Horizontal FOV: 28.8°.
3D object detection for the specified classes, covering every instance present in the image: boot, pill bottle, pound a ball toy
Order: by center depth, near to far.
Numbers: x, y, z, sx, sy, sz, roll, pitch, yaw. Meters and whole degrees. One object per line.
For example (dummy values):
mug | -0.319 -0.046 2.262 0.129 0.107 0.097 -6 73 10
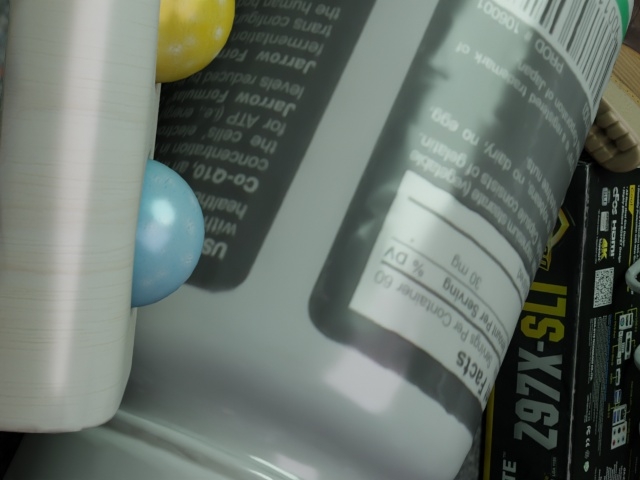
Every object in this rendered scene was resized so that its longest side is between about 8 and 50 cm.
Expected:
pound a ball toy | -0.096 -0.113 0.454 0.136 0.208 0.319 7 96 -5
pill bottle | 0.000 0.000 0.599 0.204 0.204 0.361 43 65 -45
boot | 0.174 -0.186 0.883 0.248 0.090 0.207 52 39 -23

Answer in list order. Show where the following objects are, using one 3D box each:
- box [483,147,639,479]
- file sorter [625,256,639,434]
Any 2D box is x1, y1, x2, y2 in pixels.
box | 0.231 0.088 0.988 0.257 0.079 0.322 -8 103 -51
file sorter | 0.347 0.127 0.939 0.193 0.173 0.277 -32 120 -44
